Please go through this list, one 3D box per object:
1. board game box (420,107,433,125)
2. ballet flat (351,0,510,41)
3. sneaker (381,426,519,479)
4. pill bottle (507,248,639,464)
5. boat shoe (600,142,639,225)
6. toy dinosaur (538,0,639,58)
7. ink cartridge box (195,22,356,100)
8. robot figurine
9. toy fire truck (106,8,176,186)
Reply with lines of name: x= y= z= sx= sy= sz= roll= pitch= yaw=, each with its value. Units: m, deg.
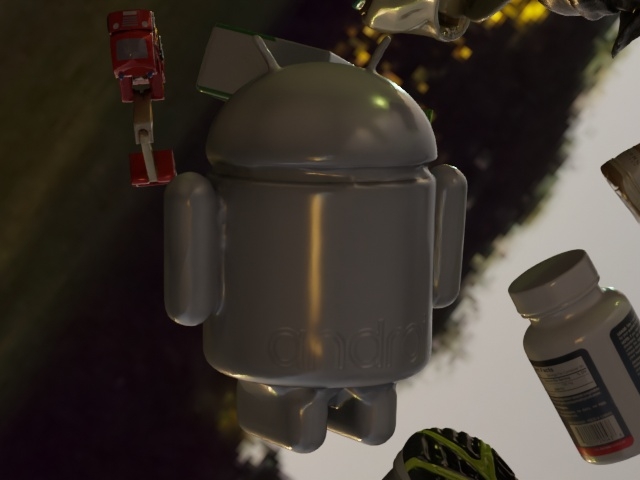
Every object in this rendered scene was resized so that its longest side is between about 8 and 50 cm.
board game box: x=0.028 y=-0.106 z=2.120 sx=0.043 sy=0.181 sz=0.092 roll=95 pitch=2 yaw=-60
ballet flat: x=0.082 y=-0.167 z=1.054 sx=0.086 sy=0.086 sz=0.248 roll=-54 pitch=180 yaw=-15
sneaker: x=0.167 y=0.354 z=1.735 sx=0.145 sy=0.384 sz=0.147 roll=0 pitch=138 yaw=-35
pill bottle: x=0.248 y=0.104 z=1.772 sx=0.108 sy=0.180 sz=0.108 roll=-27 pitch=-169 yaw=6
boat shoe: x=0.324 y=-0.030 z=1.802 sx=0.059 sy=0.170 sz=0.063 roll=-40 pitch=-138 yaw=3
toy dinosaur: x=0.209 y=-0.258 z=1.737 sx=0.121 sy=0.160 sz=0.313 roll=-41 pitch=-135 yaw=-16
ink cartridge box: x=-0.041 y=-0.191 z=2.334 sx=0.208 sy=0.153 sz=0.086 roll=11 pitch=94 yaw=-76
robot figurine: x=0.000 y=0.000 z=1.671 sx=0.200 sy=0.300 sz=0.353 roll=11 pitch=-78 yaw=54
toy fire truck: x=-0.178 y=-0.139 z=1.943 sx=0.192 sy=0.047 sz=0.135 roll=87 pitch=-3 yaw=-75
